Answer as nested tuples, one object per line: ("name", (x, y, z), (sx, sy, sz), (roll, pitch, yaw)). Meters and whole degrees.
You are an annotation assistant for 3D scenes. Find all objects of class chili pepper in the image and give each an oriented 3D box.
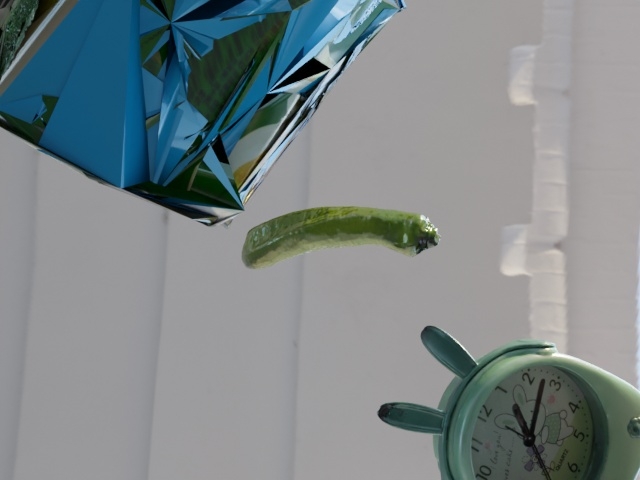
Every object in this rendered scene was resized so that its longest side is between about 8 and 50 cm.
("chili pepper", (0.000, 0.001, 0.358), (0.030, 0.083, 0.017), (28, -116, -48))

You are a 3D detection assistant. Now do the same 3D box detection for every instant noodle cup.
("instant noodle cup", (-0.090, -0.123, 0.669), (0.240, 0.240, 0.178), (29, -86, -6))

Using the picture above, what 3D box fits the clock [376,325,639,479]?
("clock", (0.100, 0.097, 0.573), (0.135, 0.041, 0.101), (33, -99, -18))
